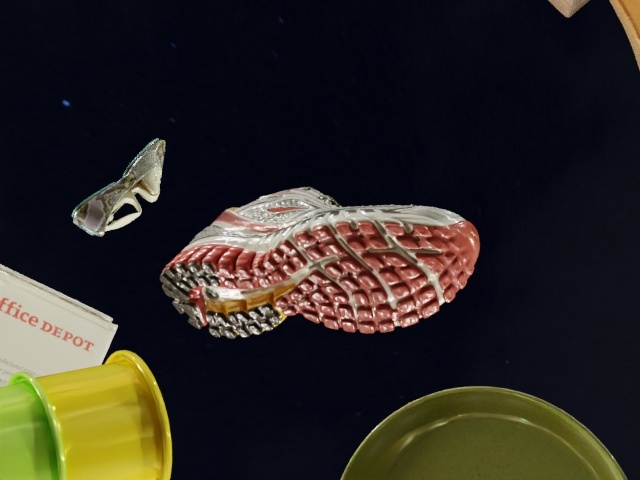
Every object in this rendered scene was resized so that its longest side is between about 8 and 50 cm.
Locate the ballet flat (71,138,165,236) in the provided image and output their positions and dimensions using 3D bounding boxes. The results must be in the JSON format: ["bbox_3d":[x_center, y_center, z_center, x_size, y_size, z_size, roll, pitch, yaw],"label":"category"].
[{"bbox_3d":[-0.160,-0.041,1.145,0.041,0.041,0.114,37,-125,9],"label":"ballet flat"}]

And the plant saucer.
[{"bbox_3d":[0.123,0.229,1.006,0.241,0.037,0.241,-2,-96,21],"label":"plant saucer"}]

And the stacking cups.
[{"bbox_3d":[-0.238,0.124,0.713,0.316,0.096,0.096,-6,-98,-33],"label":"stacking cups"}]

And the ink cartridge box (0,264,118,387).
[{"bbox_3d":[-0.308,0.139,1.249,0.158,0.092,0.218,31,-102,-34],"label":"ink cartridge box"}]

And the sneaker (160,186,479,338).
[{"bbox_3d":[0.000,0.000,0.868,0.225,0.088,0.093,-3,-140,36],"label":"sneaker"}]

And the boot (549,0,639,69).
[{"bbox_3d":[0.128,-0.074,0.358,0.197,0.152,0.073,42,-106,12],"label":"boot"}]
